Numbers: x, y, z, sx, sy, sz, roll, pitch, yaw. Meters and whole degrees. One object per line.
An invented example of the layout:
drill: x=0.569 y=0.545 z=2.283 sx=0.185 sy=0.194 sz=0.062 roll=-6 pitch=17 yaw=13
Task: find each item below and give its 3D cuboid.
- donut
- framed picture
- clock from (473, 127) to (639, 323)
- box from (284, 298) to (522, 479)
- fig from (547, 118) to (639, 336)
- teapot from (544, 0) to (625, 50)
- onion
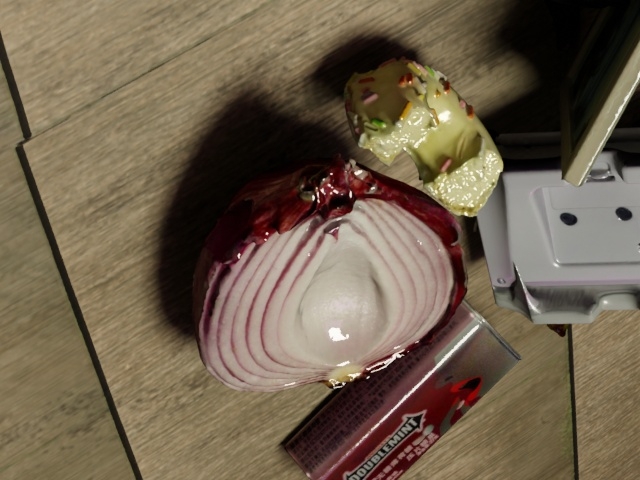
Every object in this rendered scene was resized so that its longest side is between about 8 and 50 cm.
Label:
donut: x=0.081 y=-0.096 z=1.539 sx=0.065 sy=0.108 sz=0.166 roll=-36 pitch=140 yaw=23
framed picture: x=0.273 y=-0.217 z=1.553 sx=0.024 sy=0.232 sz=0.315 roll=24 pitch=113 yaw=-4
clock: x=0.253 y=-0.017 z=1.679 sx=0.083 sy=0.253 sz=0.186 roll=-71 pitch=152 yaw=-48
box: x=0.080 y=0.154 z=1.823 sx=0.224 sy=0.069 sz=0.120 roll=-43 pitch=144 yaw=1
fig: x=0.341 y=0.008 z=1.843 sx=0.190 sy=0.190 sz=0.290 roll=-11 pitch=131 yaw=-37
teapot: x=0.226 y=-0.238 z=1.553 sx=0.087 sy=0.096 sz=0.177 roll=2 pitch=123 yaw=-44
onion: x=0.000 y=0.000 z=1.537 sx=0.227 sy=0.120 sz=0.283 roll=-13 pitch=145 yaw=-13
